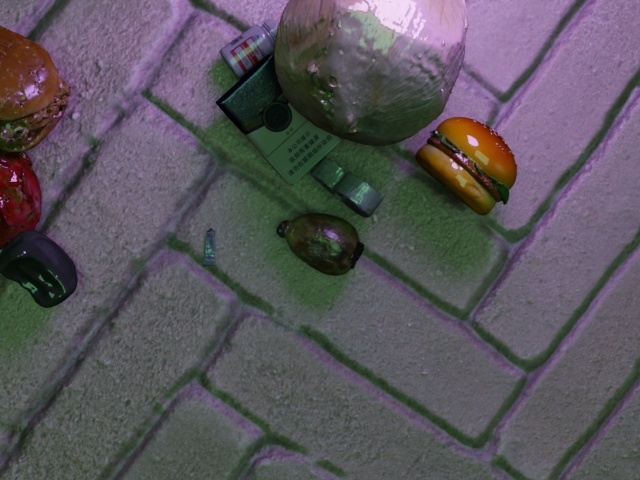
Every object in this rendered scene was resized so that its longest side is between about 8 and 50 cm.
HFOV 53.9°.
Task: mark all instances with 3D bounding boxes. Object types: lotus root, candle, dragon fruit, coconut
[{"bbox_3d":[0.000,0.000,1.498,0.214,0.138,0.138,25,94,-7],"label":"lotus root"},{"bbox_3d":[0.073,-0.114,1.487,0.068,0.192,0.168,-52,144,1],"label":"candle"},{"bbox_3d":[-0.702,-0.102,1.359,0.134,0.211,0.262,-13,105,2],"label":"dragon fruit"},{"bbox_3d":[0.093,-0.372,1.291,0.404,0.404,0.405,-1,98,-7],"label":"coconut"}]

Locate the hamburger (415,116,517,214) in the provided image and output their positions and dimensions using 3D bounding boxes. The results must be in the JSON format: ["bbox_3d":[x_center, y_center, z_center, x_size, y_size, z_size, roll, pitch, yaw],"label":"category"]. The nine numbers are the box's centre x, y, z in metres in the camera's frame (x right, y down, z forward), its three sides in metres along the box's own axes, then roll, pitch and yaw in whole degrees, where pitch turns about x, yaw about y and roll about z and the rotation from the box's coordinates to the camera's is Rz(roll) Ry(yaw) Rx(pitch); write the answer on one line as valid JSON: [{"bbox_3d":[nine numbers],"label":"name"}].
[{"bbox_3d":[0.351,-0.182,1.461,0.246,0.246,0.170,37,100,-10],"label":"hamburger"}]

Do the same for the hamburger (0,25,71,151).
[{"bbox_3d":[-0.652,-0.309,1.314,0.245,0.211,0.261,-8,74,-14],"label":"hamburger"}]

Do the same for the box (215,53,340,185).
[{"bbox_3d":[-0.095,-0.275,1.447,0.168,0.071,0.259,-43,116,0],"label":"box"}]

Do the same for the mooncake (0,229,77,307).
[{"bbox_3d":[-0.630,0.068,1.406,0.104,0.168,0.175,-37,85,0],"label":"mooncake"}]

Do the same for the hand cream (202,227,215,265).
[{"bbox_3d":[-0.268,0.016,1.519,0.030,0.019,0.093,3,99,-6],"label":"hand cream"}]

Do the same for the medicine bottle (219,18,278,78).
[{"bbox_3d":[-0.154,-0.441,1.442,0.140,0.079,0.079,-36,100,-2],"label":"medicine bottle"}]
